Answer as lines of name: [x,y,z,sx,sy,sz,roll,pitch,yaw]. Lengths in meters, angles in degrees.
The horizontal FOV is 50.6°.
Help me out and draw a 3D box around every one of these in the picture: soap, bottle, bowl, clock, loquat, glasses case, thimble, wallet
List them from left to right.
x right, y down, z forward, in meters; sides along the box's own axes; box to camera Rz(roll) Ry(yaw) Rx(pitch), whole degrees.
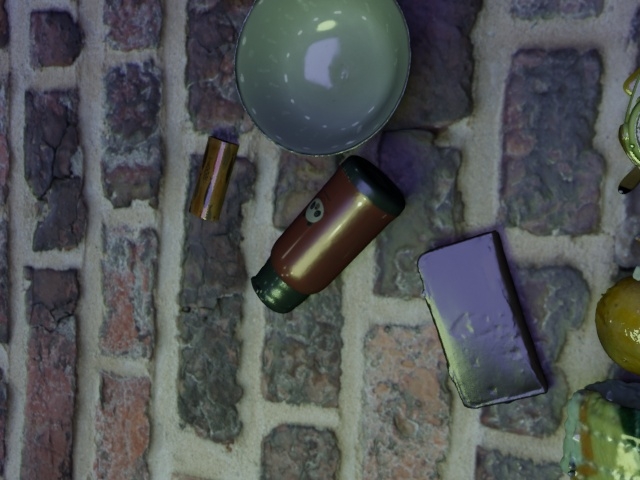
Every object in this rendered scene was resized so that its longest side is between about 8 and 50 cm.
glasses case: [-0.229,-0.130,1.428,0.064,0.041,0.170,21,102,20]
bottle: [0.000,0.000,1.294,0.336,0.144,0.144,-46,77,19]
bowl: [0.023,-0.320,1.253,0.337,0.157,0.337,2,95,22]
wallet: [0.292,0.149,1.239,0.165,0.042,0.310,-19,88,20]
soap: [0.543,-0.280,1.127,0.034,0.012,0.089,42,107,12]
loquat: [0.529,0.143,1.075,0.149,0.204,0.172,-23,122,-4]
thimble: [0.525,0.325,1.044,0.288,0.254,0.167,6,94,18]
clock: [0.571,-0.170,1.088,0.170,0.069,0.232,21,103,14]

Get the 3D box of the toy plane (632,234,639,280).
toy plane: [0.589,0.019,1.014,0.244,0.245,0.118,-3,109,22]
